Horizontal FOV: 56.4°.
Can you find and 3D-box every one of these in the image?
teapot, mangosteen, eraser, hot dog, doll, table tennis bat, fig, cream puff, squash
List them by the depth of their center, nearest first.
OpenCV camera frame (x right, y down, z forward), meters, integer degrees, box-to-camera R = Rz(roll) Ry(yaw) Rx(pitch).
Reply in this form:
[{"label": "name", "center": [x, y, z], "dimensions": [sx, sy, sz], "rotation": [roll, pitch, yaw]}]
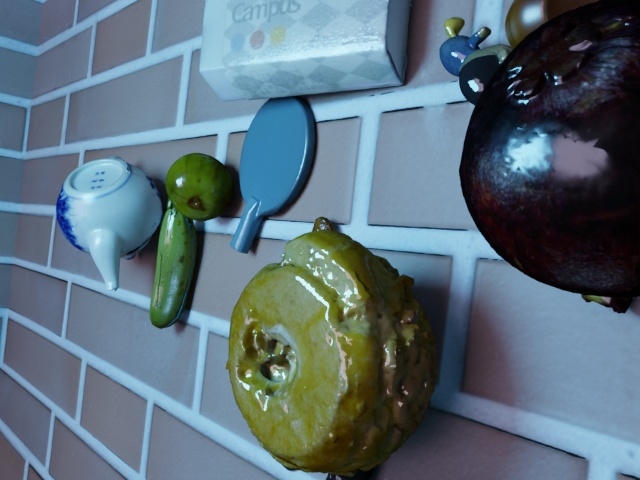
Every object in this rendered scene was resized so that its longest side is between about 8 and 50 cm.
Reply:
[{"label": "mangosteen", "center": [0.288, -0.078, 0.577], "dimensions": [0.297, 0.293, 0.297], "rotation": [-52, 10, 13]}, {"label": "teapot", "center": [0.278, -0.264, 0.733], "dimensions": [0.116, 0.116, 0.173], "rotation": [-8, 106, 48]}, {"label": "doll", "center": [0.217, -0.237, 0.808], "dimensions": [0.102, 0.088, 0.179], "rotation": [82, 175, -53]}, {"label": "cream puff", "center": [0.023, 0.159, 0.855], "dimensions": [0.327, 0.231, 0.343], "rotation": [11, 93, 49]}, {"label": "eraser", "center": [-0.039, -0.366, 1.036], "dimensions": [0.396, 0.082, 0.213], "rotation": [5, 89, 34]}, {"label": "hot dog", "center": [0.000, 0.000, 1.050], "dimensions": [0.058, 0.035, 0.083], "rotation": [37, 112, 44]}, {"label": "table tennis bat", "center": [-0.107, -0.131, 1.186], "dimensions": [0.215, 0.044, 0.329], "rotation": [33, 107, 44]}, {"label": "fig", "center": [-0.249, -0.127, 1.299], "dimensions": [0.142, 0.186, 0.148], "rotation": [22, 134, 5]}, {"label": "squash", "center": [-0.331, 0.041, 1.374], "dimensions": [0.094, 0.094, 0.341], "rotation": [20, 103, 48]}, {"label": "teapot", "center": [-0.523, -0.057, 1.516], "dimensions": [0.424, 0.252, 0.280], "rotation": [-102, 4, -47]}]

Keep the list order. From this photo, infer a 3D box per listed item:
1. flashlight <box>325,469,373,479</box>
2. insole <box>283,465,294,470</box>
[{"label": "flashlight", "center": [0.028, 0.426, 0.928], "dimensions": [0.093, 0.093, 0.232], "rotation": [25, 100, 47]}, {"label": "insole", "center": [-0.061, 0.244, 1.108], "dimensions": [0.119, 0.009, 0.349], "rotation": [-17, 72, 44]}]
